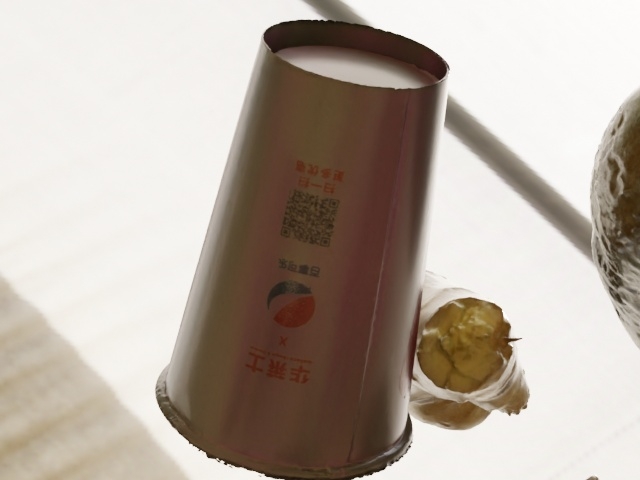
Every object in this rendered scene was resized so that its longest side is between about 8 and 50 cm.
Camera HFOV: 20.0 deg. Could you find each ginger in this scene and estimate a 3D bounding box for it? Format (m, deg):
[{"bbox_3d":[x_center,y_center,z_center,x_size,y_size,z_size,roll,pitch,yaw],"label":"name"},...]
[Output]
[{"bbox_3d":[0.068,0.108,1.556,0.166,0.236,0.375,-29,-151,-11],"label":"ginger"}]

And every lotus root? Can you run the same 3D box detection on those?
[{"bbox_3d":[0.285,-0.002,1.343,0.175,0.349,0.175,-5,-131,6],"label":"lotus root"}]

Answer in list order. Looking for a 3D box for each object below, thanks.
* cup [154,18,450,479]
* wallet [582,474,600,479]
[{"bbox_3d":[0.000,0.000,1.297,0.203,0.203,0.288,31,-59,36],"label":"cup"},{"bbox_3d":[0.214,0.272,1.345,0.124,0.032,0.183,117,-46,-61],"label":"wallet"}]
